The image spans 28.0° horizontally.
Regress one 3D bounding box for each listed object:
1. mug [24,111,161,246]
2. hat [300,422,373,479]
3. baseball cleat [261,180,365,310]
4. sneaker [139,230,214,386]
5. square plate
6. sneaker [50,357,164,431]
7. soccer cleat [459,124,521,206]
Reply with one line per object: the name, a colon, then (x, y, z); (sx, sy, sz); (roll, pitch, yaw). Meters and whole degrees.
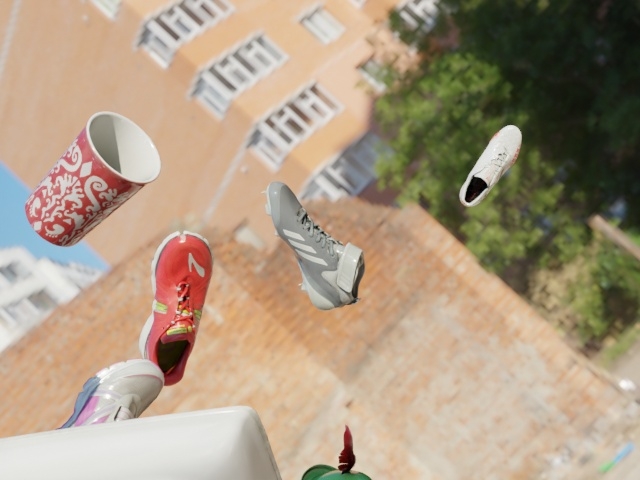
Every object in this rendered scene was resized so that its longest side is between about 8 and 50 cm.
mug: (-0.292, -0.072, 1.696); (0.169, 0.113, 0.150); (-40, -28, 31)
hat: (0.082, 0.400, 2.130); (0.183, 0.173, 0.208); (-45, -14, 25)
baseball cleat: (0.000, 0.000, 1.809); (0.109, 0.206, 0.072); (-14, 23, 27)
sneaker: (-0.230, 0.119, 2.139); (0.118, 0.107, 0.279); (-119, 36, -58)
square plate: (-0.189, 0.275, 1.115); (0.344, 0.347, 0.049); (75, -171, -47)
sneaker: (-0.298, 0.273, 1.757); (0.252, 0.111, 0.103); (-47, -38, -16)
soccer cleat: (0.151, -0.064, 1.138); (0.083, 0.029, 0.035); (-55, -2, 15)
